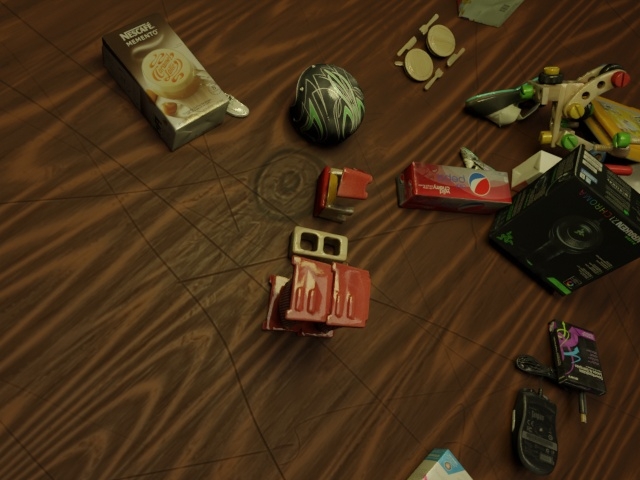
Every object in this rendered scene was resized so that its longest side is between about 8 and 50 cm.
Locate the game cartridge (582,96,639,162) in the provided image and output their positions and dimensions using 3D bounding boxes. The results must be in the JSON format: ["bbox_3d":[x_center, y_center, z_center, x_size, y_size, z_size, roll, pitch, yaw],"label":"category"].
[{"bbox_3d":[0.887,-0.298,1.482,0.324,0.052,0.285,11,41,-12],"label":"game cartridge"}]

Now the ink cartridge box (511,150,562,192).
[{"bbox_3d":[0.611,-0.149,1.375,0.198,0.115,0.067,18,67,-13],"label":"ink cartridge box"}]

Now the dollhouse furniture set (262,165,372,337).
[{"bbox_3d":[0.000,0.000,1.069,0.152,0.201,0.373,11,70,-15],"label":"dollhouse furniture set"}]

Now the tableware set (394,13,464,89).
[{"bbox_3d":[0.285,-0.497,1.424,0.128,0.039,0.194,47,70,-13],"label":"tableware set"}]

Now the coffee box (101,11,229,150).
[{"bbox_3d":[-0.327,-0.334,1.124,0.141,0.098,0.246,-38,88,-26],"label":"coffee box"}]

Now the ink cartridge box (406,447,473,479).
[{"bbox_3d":[0.213,0.513,1.047,0.181,0.061,0.104,-37,86,-26],"label":"ink cartridge box"}]

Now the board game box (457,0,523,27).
[{"bbox_3d":[0.479,-0.781,1.525,0.142,0.144,0.275,6,70,-16],"label":"board game box"}]

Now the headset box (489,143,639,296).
[{"bbox_3d":[0.576,-0.032,1.242,0.246,0.283,0.131,39,49,-4],"label":"headset box"}]

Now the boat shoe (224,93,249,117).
[{"bbox_3d":[-0.206,-0.309,1.193,0.100,0.035,0.035,25,66,-9],"label":"boat shoe"}]

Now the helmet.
[{"bbox_3d":[0.019,-0.307,1.199,0.170,0.161,0.169,6,71,-17],"label":"helmet"}]

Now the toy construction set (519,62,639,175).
[{"bbox_3d":[0.614,-0.291,1.322,0.237,0.257,0.308,3,51,-3],"label":"toy construction set"}]

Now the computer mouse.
[{"bbox_3d":[0.508,0.400,1.191,0.184,0.060,0.261,18,56,-8],"label":"computer mouse"}]

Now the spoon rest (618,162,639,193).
[{"bbox_3d":[0.934,-0.179,1.513,0.276,0.084,0.137,-32,85,-26],"label":"spoon rest"}]

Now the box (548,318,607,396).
[{"bbox_3d":[0.603,0.273,1.254,0.116,0.029,0.162,19,51,-13],"label":"box"}]

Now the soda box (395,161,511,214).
[{"bbox_3d":[0.319,-0.122,1.278,0.264,0.092,0.083,3,73,-18],"label":"soda box"}]

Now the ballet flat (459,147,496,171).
[{"bbox_3d":[0.395,-0.190,1.359,0.114,0.041,0.041,36,65,-4],"label":"ballet flat"}]

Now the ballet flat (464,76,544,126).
[{"bbox_3d":[0.512,-0.366,1.429,0.281,0.095,0.096,-21,92,-24],"label":"ballet flat"}]
